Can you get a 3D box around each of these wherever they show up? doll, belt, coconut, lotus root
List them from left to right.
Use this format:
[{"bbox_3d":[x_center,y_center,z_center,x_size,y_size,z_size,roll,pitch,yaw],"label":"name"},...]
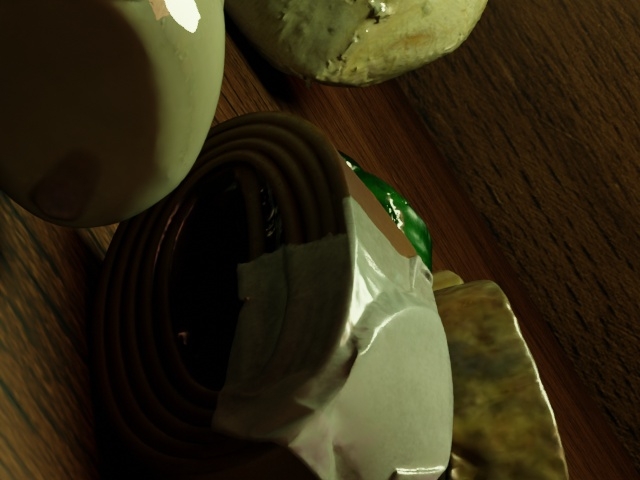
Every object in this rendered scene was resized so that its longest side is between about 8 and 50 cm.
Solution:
[{"bbox_3d":[-0.164,-0.149,1.104,0.215,0.226,0.370,26,9,-11],"label":"doll"},{"bbox_3d":[-0.032,0.061,1.103,0.122,0.217,0.338,51,17,-36],"label":"belt"},{"bbox_3d":[0.039,-0.380,2.099,0.404,0.405,0.404,56,12,-19],"label":"coconut"},{"bbox_3d":[0.105,0.205,1.344,0.390,0.111,0.374,-136,-141,-71],"label":"lotus root"}]

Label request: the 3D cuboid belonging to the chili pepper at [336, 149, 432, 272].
[{"bbox_3d":[0.000,0.000,1.498,0.165,0.174,0.261,64,8,27],"label":"chili pepper"}]
